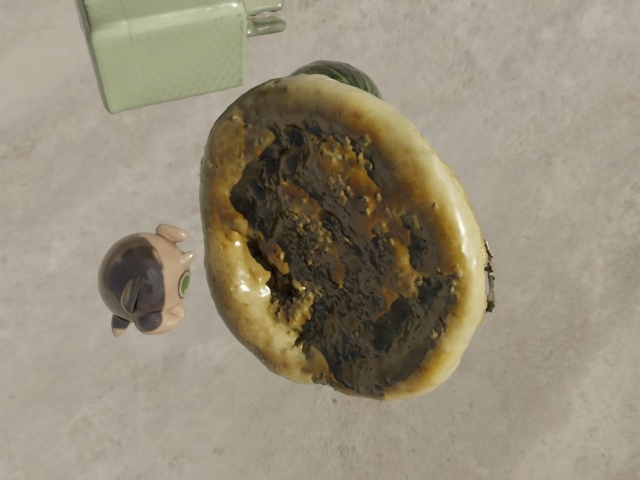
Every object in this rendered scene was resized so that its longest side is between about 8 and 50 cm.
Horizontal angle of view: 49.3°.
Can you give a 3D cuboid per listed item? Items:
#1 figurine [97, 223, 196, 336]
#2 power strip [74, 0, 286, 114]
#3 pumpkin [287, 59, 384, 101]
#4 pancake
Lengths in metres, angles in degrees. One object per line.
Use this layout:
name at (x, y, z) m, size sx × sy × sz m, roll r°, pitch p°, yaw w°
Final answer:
figurine at (-0.219, 0.051, 0.881) m, size 0.125 × 0.125 × 0.138 m, roll 16°, pitch 58°, yaw 3°
power strip at (-0.151, -0.252, 0.777) m, size 0.225 × 0.139 × 0.140 m, roll -16°, pitch 66°, yaw -14°
pumpkin at (0.009, -0.140, 0.869) m, size 0.125 × 0.167 × 0.167 m, roll 9°, pitch 83°, yaw 27°
pancake at (0.001, 0.000, 0.547) m, size 0.283 × 0.049 × 0.282 m, roll 14°, pitch 113°, yaw 36°
